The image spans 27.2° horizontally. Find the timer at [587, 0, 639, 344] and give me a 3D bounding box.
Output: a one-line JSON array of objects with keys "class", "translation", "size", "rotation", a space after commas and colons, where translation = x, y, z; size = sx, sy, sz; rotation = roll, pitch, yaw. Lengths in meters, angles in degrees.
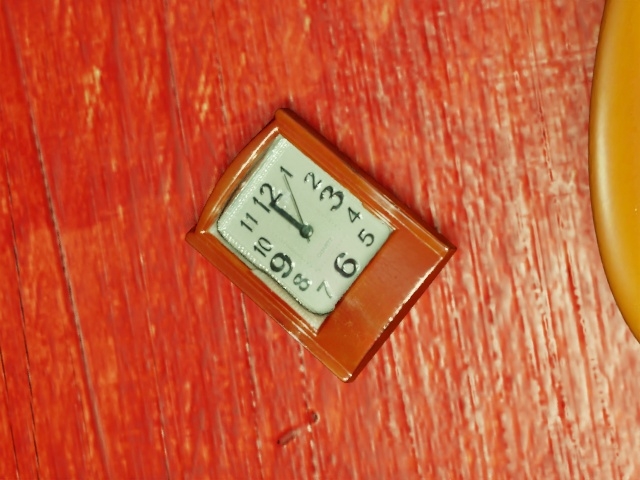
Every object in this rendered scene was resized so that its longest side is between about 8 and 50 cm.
[{"class": "timer", "translation": [0.231, -0.059, 0.691], "size": [0.161, 0.257, 0.250], "rotation": [18, 97, 22]}]

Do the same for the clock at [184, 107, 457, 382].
[{"class": "clock", "translation": [0.000, 0.000, 0.866], "size": [0.155, 0.061, 0.113], "rotation": [41, 104, 14]}]
